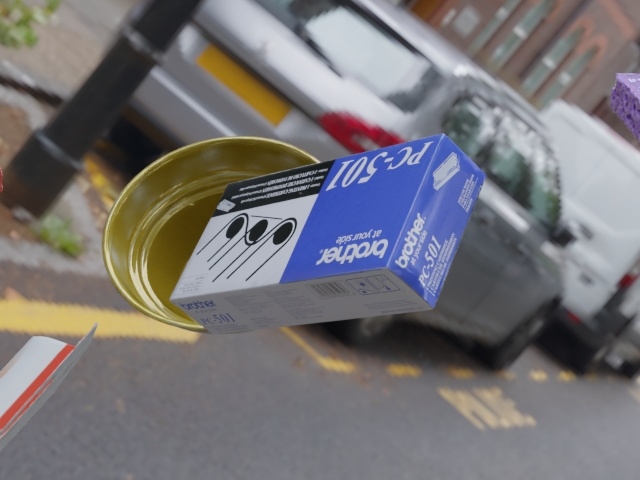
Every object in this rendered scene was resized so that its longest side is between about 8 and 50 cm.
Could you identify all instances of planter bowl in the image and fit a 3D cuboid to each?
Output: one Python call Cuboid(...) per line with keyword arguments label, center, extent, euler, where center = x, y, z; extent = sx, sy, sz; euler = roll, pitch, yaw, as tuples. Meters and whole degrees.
Cuboid(label="planter bowl", center=(-0.078, 0.016, 1.321), extent=(0.217, 0.217, 0.090), euler=(46, -21, 33))

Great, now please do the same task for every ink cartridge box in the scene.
Cuboid(label="ink cartridge box", center=(0.000, 0.000, 0.918), extent=(0.207, 0.097, 0.046), euler=(-10, -43, 48))
Cuboid(label="ink cartridge box", center=(-0.231, 0.122, 1.039), extent=(0.045, 0.145, 0.179), euler=(40, -29, 0))

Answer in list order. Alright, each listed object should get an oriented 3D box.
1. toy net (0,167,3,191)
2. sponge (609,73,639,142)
Cuboid(label="toy net", center=(-0.328, -0.015, 1.258), extent=(0.122, 0.232, 0.045), euler=(-10, 36, -17))
Cuboid(label="sponge", center=(0.278, -0.071, 1.013), extent=(0.117, 0.031, 0.210), euler=(4, 21, -4))
